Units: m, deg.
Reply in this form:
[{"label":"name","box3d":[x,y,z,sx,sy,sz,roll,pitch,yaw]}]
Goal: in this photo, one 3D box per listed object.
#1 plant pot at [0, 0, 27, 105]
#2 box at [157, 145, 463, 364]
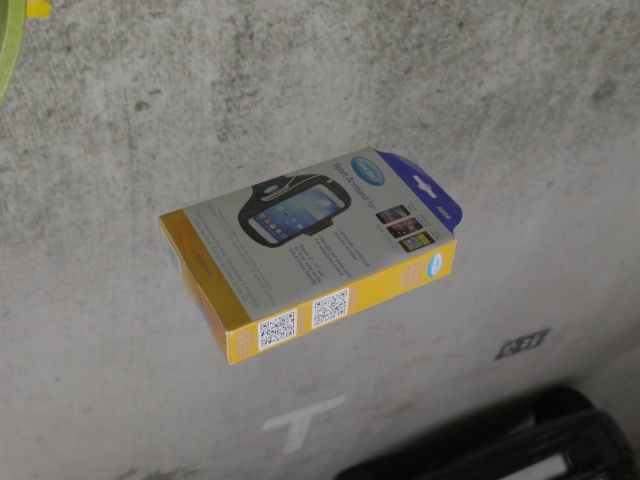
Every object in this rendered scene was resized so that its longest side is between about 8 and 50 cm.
[{"label":"plant pot","box3d":[-0.245,-0.131,0.292,0.276,0.276,0.254,-9,-175,-20]},{"label":"box","box3d":[0.000,0.000,0.402,0.136,0.081,0.028,-19,139,-22]}]
